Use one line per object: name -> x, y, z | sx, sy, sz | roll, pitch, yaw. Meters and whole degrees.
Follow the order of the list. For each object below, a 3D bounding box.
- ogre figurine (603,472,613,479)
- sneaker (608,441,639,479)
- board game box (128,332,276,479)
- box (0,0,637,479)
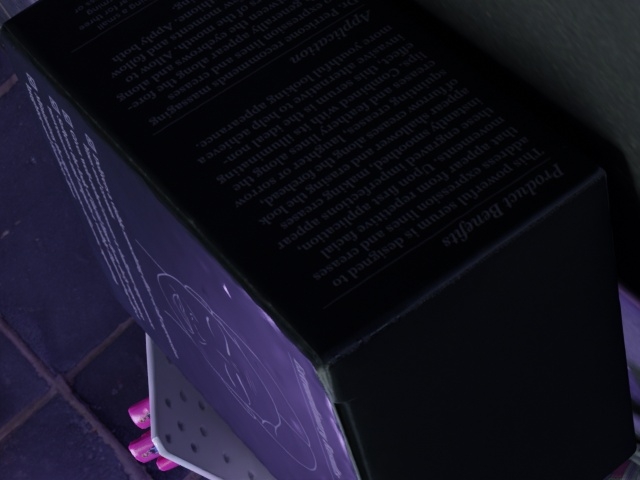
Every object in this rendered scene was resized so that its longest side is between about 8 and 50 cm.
ogre figurine -> 0.190, 0.134, 1.560 | 0.197, 0.097, 0.118 | 19, 141, 51
sneaker -> 0.243, 0.226, 1.654 | 0.252, 0.111, 0.103 | 39, 169, 45
board game box -> -0.085, 0.130, 2.102 | 0.390, 0.050, 0.390 | 35, -141, -46
box -> 0.000, 0.000, 1.256 | 0.395, 0.212, 0.293 | 45, 161, 38
